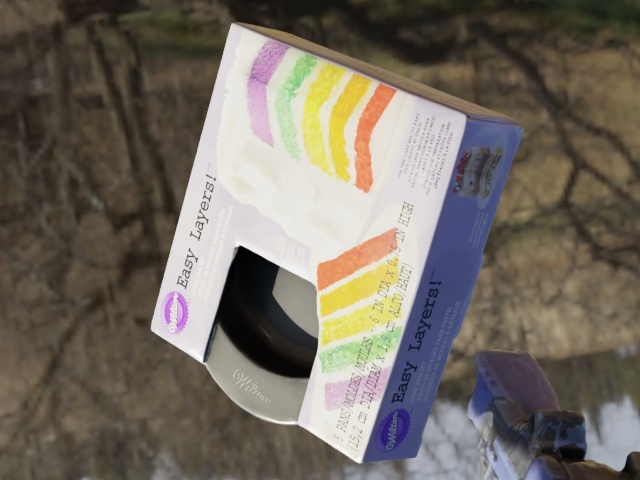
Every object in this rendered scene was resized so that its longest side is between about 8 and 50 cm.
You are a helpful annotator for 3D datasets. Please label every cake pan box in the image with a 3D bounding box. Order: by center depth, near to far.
[{"bbox_3d":[0.000,0.000,1.135,0.070,0.266,0.246,3,-160,-45],"label":"cake pan box"}]

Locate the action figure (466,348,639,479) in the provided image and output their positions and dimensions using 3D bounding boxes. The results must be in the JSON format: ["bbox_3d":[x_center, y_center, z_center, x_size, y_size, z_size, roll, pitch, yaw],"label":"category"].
[{"bbox_3d":[0.167,0.189,0.559,0.179,0.341,0.330,-3,135,-18],"label":"action figure"}]
